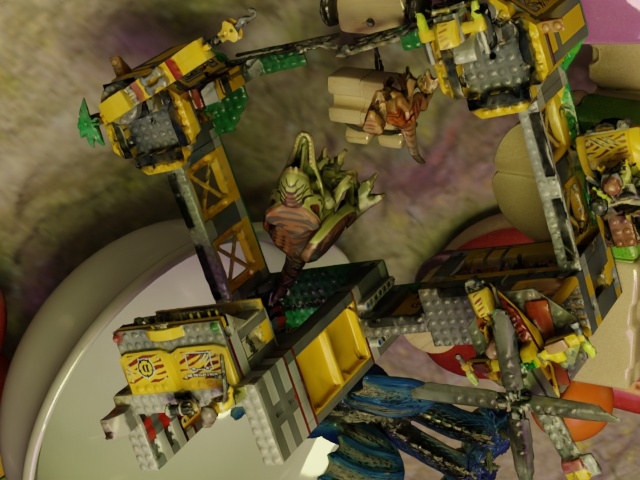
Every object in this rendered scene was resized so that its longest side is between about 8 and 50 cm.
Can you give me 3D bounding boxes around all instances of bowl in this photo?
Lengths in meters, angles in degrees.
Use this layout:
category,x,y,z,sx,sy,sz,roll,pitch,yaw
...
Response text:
category,x,y,z,sx,sy,sz,roll,pitch,yaw
bowl,-0.114,0.099,1.048,0.298,0.134,0.297,-27,132,-35

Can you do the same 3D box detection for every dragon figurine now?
category,x,y,z,sx,sy,sz,roll,pitch,yaw
dragon figurine,0.019,0.113,0.980,0.289,0.144,0.085,13,103,-51

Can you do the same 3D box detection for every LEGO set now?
category,x,y,z,sx,sy,sz,roll,pitch,yaw
LEGO set,0.000,0.000,0.787,0.331,0.192,0.255,1,114,29

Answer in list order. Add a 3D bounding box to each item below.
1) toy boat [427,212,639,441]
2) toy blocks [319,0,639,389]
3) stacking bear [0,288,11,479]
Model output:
category,x,y,z,sx,sy,sz,roll,pitch,yaw
toy boat,0.183,0.080,1.081,0.231,0.151,0.151,13,134,5
toy blocks,0.198,-0.081,0.920,0.309,0.260,0.288,9,118,26
stacking bear,-0.281,0.134,1.087,0.164,0.175,0.289,16,125,18
